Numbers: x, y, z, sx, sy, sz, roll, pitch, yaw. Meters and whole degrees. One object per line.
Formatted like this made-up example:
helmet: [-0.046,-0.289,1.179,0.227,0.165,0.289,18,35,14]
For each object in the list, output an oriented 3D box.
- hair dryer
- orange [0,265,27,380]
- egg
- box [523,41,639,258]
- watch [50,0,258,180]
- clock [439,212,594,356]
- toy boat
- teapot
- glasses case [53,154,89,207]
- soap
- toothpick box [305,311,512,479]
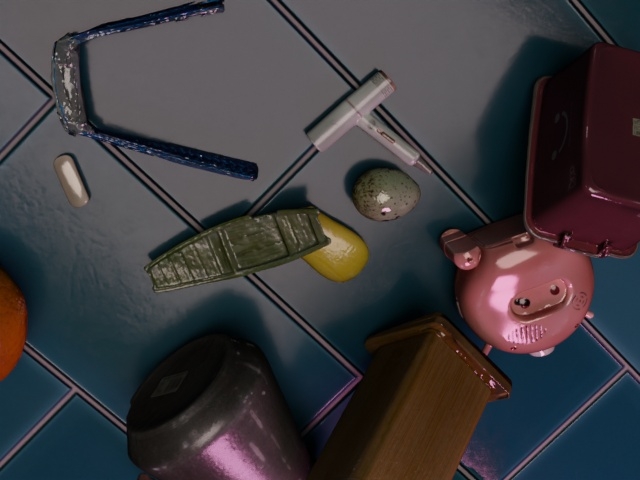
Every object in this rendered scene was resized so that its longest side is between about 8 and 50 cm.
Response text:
hair dryer: [0.092,-0.144,1.388,0.155,0.044,0.183,-40,92,5]
orange: [-0.541,0.117,1.336,0.224,0.170,0.224,5,117,11]
egg: [0.103,-0.072,1.404,0.110,0.085,0.085,-9,105,-12]
box: [0.424,-0.135,1.323,0.193,0.167,0.294,13,70,-11]
watch: [-0.250,-0.200,1.348,0.274,0.068,0.276,-13,105,-8]
clock: [0.331,0.079,1.445,0.227,0.142,0.241,-19,109,-1]
toy boat: [-0.129,0.011,1.398,0.293,0.055,0.093,-17,108,10]
teapot: [-0.140,0.348,1.414,0.300,0.253,0.344,-30,111,18]
glasses case: [-0.380,-0.090,1.375,0.032,0.021,0.083,-20,106,0]
soap: [0.000,0.000,1.436,0.168,0.033,0.089,38,98,-13]
toothpick box: [0.124,0.295,1.371,0.187,0.190,0.308,46,52,-16]
